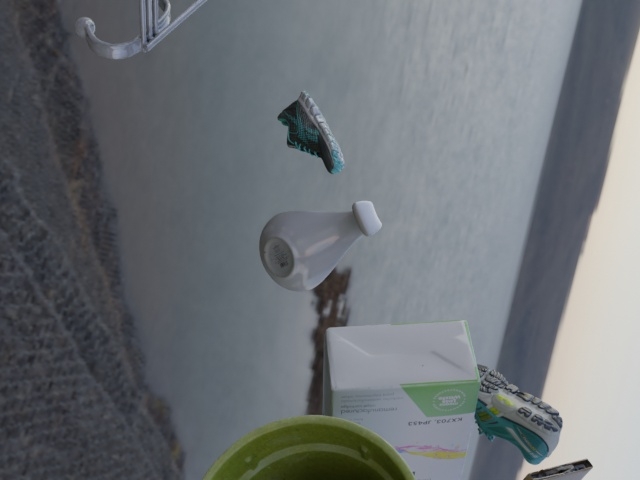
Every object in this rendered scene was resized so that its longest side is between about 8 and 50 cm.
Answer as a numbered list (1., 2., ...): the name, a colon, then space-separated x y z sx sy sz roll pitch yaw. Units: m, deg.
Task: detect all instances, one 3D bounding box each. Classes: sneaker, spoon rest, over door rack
1. sneaker: -0.018 -0.168 1.580 0.166 0.076 0.065 64 9 30
2. sneaker: 0.312 0.314 1.759 0.107 0.275 0.110 -12 128 -50
3. spoon rest: 0.000 0.000 1.526 0.084 0.276 0.137 -21 89 -44
4. over door rack: -0.092 -0.329 0.829 0.324 0.108 0.239 -39 156 -34

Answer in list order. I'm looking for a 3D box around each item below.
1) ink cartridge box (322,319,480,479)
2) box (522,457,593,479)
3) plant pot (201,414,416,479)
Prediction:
1. ink cartridge box: 0.107 0.281 1.398 0.119 0.207 0.353 -97 -175 -46
2. box: 0.345 0.442 1.562 0.164 0.021 0.201 0 130 -41
3. plant pot: 0.003 0.385 1.141 0.254 0.276 0.276 71 34 -57
